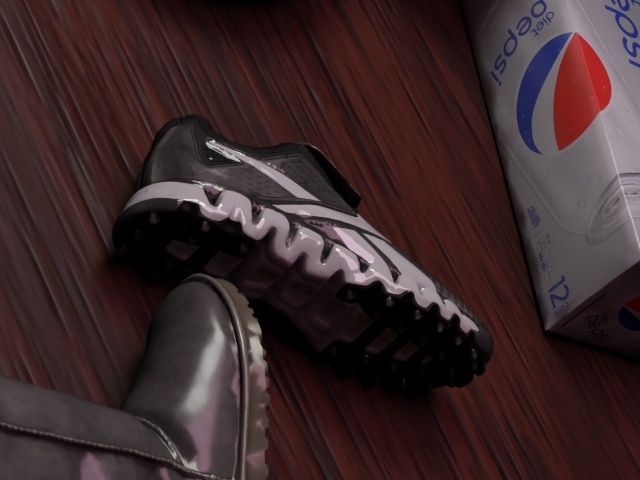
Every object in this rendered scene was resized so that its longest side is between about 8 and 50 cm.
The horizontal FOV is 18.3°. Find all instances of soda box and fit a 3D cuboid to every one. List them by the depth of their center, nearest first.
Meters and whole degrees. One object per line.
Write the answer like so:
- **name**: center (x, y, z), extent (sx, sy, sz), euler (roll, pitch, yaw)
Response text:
- **soda box**: center (0.178, -0.070, 1.294), extent (0.098, 0.091, 0.286), euler (18, 47, -34)

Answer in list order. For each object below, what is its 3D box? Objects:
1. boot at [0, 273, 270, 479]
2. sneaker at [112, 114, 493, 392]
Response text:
- **boot**: center (-0.124, 0.077, 0.897), extent (0.208, 0.076, 0.190), euler (14, 47, -28)
- **sneaker**: center (0.000, 0.000, 1.068), extent (0.234, 0.078, 0.106), euler (26, 45, -24)
